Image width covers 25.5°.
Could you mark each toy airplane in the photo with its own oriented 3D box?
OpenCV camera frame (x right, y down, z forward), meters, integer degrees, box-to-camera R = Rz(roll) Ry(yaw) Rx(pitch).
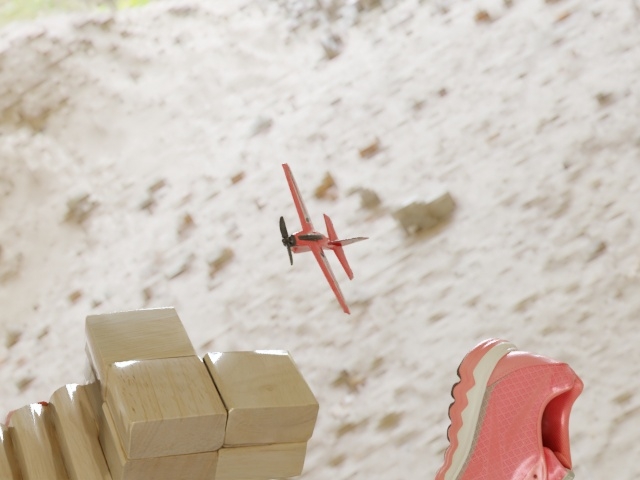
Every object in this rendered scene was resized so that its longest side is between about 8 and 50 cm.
[{"bbox_3d":[0.000,0.000,1.278,0.028,0.151,0.151,-28,14,24],"label":"toy airplane"}]

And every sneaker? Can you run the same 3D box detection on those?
[{"bbox_3d":[0.189,0.259,1.466,0.136,0.116,0.313,7,80,37],"label":"sneaker"}]

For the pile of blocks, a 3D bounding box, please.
[{"bbox_3d":[-0.159,0.158,0.657,0.362,0.149,0.112,-34,37,0],"label":"pile of blocks"}]
